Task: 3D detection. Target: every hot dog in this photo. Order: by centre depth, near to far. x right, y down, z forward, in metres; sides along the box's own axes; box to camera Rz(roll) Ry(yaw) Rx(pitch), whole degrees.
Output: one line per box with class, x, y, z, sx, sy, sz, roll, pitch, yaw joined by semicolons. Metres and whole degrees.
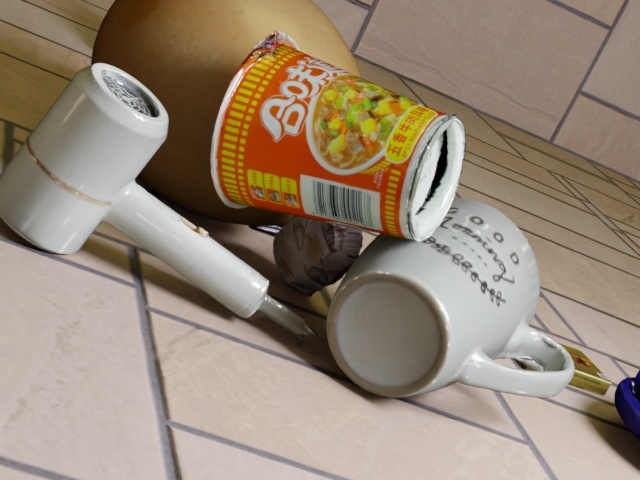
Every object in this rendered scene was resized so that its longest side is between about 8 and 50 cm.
hot dog;0.000;0.000;1.530;0.053;0.192;0.099;-13;74;-27

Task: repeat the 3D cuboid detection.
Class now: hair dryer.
hair dryer;-0.135;-0.008;1.369;0.357;0.173;0.107;36;20;-15

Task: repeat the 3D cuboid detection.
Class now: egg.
egg;-0.110;-0.176;1.655;0.301;0.301;0.374;8;31;-51

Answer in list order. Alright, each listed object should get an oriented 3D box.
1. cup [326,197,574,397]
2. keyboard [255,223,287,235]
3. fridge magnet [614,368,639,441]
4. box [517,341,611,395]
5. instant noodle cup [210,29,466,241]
cup;0.142;0.088;1.431;0.258;0.186;0.234;33;24;12
keyboard;-0.078;-0.055;1.845;0.087;0.017;0.250;18;16;-24
fridge magnet;0.469;0.232;1.608;0.266;0.112;0.265;27;13;-7
box;0.301;0.154;1.767;0.133;0.023;0.090;19;18;-26
instant noodle cup;0.026;-0.094;1.386;0.212;0.193;0.193;19;11;23
